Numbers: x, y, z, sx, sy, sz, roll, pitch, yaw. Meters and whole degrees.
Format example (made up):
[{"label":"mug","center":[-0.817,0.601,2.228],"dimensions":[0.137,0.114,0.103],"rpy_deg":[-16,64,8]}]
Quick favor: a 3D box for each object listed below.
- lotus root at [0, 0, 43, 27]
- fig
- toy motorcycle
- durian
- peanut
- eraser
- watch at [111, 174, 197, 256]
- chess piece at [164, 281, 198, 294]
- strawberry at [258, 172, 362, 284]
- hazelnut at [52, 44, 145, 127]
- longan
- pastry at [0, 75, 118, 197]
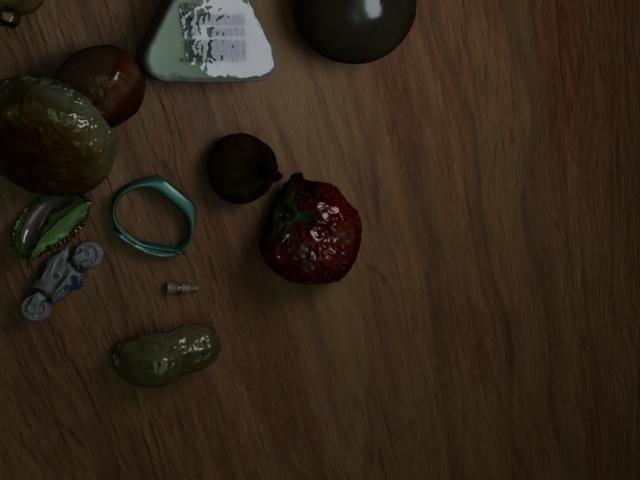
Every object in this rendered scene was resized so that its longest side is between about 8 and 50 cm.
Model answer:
[{"label":"lotus root","center":[-0.670,-0.607,1.497],"dimensions":[0.160,0.146,0.284],"rpy_deg":[8,104,-14]},{"label":"fig","center":[-0.161,-0.171,1.787],"dimensions":[0.190,0.290,0.190],"rpy_deg":[-24,123,-43]},{"label":"toy motorcycle","center":[-0.658,0.093,1.741],"dimensions":[0.254,0.112,0.112],"rpy_deg":[-46,117,-7]},{"label":"durian","center":[-0.657,-0.035,1.697],"dimensions":[0.220,0.137,0.095],"rpy_deg":[-44,152,-12]},{"label":"peanut","center":[-0.412,0.317,1.875],"dimensions":[0.291,0.159,0.143],"rpy_deg":[-10,135,-21]},{"label":"eraser","center":[-0.303,-0.492,1.692],"dimensions":[0.331,0.150,0.331],"rpy_deg":[-7,108,-21]},{"label":"watch","center":[-0.427,-0.057,1.807],"dimensions":[0.237,0.068,0.195],"rpy_deg":[41,87,-27]},{"label":"chess piece","center":[-0.380,0.132,1.903],"dimensions":[0.092,0.035,0.035],"rpy_deg":[4,103,-29]},{"label":"strawberry","center":[-0.001,-0.004,1.899],"dimensions":[0.310,0.292,0.292],"rpy_deg":[26,93,-20]},{"label":"hazelnut","center":[-0.513,-0.358,1.629],"dimensions":[0.214,0.176,0.214],"rpy_deg":[-13,147,-9]},{"label":"longan","center":[0.092,-0.603,1.768],"dimensions":[0.319,0.319,0.319],"rpy_deg":[-7,107,-22]},{"label":"pastry","center":[-0.620,-0.230,1.554],"dimensions":[0.329,0.329,0.136],"rpy_deg":[35,45,-28]}]
